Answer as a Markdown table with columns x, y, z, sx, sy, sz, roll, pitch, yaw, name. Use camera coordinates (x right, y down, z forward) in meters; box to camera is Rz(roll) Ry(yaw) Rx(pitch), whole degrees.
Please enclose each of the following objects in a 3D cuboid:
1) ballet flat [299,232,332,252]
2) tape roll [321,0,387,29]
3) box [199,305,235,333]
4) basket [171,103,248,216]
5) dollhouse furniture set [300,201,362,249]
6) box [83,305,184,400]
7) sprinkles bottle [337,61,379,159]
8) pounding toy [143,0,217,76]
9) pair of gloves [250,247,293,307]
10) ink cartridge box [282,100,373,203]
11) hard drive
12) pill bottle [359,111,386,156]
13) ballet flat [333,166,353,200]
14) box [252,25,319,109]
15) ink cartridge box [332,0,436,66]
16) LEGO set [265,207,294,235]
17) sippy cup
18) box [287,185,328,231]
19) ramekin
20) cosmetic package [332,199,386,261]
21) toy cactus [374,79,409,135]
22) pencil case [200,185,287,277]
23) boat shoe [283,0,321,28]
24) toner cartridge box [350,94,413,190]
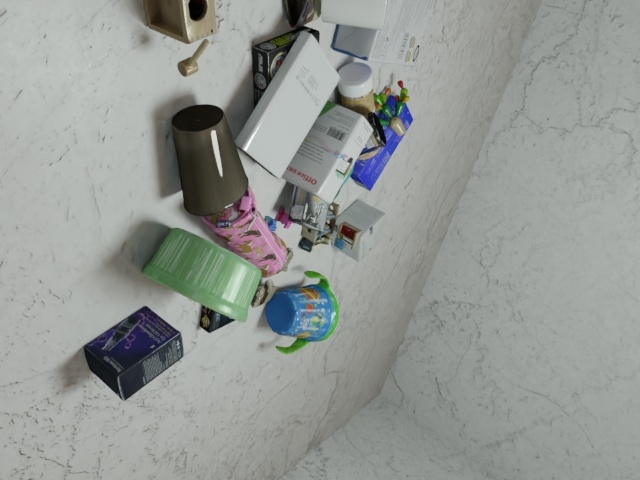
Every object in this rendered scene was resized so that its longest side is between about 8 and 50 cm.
| x | y | z | sx | sy | sz | roll | pitch | yaw | name |
| --- | --- | --- | --- | --- | --- | --- | --- | --- | --- |
| 0.000 | 0.000 | 2.177 | 0.203 | 0.074 | 0.074 | -27 | 138 | -49 | ballet flat |
| 0.102 | -0.689 | 1.455 | 0.246 | 0.169 | 0.246 | 9 | 90 | -87 | tape roll |
| -0.307 | 0.179 | 1.835 | 0.175 | 0.051 | 0.220 | -22 | 134 | -52 | box |
| -0.281 | -0.210 | 1.391 | 0.204 | 0.154 | 0.227 | -53 | 151 | -39 | basket |
| 0.047 | -0.051 | 2.078 | 0.129 | 0.183 | 0.129 | -25 | 137 | -49 | dollhouse furniture set |
| -0.500 | 0.301 | 1.503 | 0.207 | 0.153 | 0.108 | -37 | 145 | -40 | box |
| 0.135 | -0.438 | 1.921 | 0.121 | 0.121 | 0.355 | -50 | 152 | -21 | sprinkles bottle |
| -0.264 | -0.448 | 1.140 | 0.094 | 0.181 | 0.206 | -40 | 147 | -36 | pounding toy |
| -0.175 | 0.135 | 1.998 | 0.240 | 0.042 | 0.204 | -60 | 171 | 10 | pair of gloves |
| 0.003 | -0.286 | 1.748 | 0.278 | 0.201 | 0.117 | -60 | 153 | -1 | ink cartridge box |
| -0.085 | -0.367 | 1.555 | 0.353 | 0.047 | 0.233 | -60 | 154 | -2 | hard drive |
| 0.099 | -0.331 | 1.853 | 0.219 | 0.123 | 0.123 | -20 | 161 | 19 | pill bottle |
| 0.047 | -0.201 | 2.053 | 0.247 | 0.083 | 0.087 | -55 | 167 | -8 | ballet flat |
| -0.096 | -0.443 | 1.577 | 0.216 | 0.060 | 0.270 | -38 | 146 | -38 | box |
| 0.232 | -0.712 | 1.784 | 0.395 | 0.151 | 0.270 | -18 | 132 | -52 | ink cartridge box |
| -0.162 | 0.007 | 1.870 | 0.087 | 0.093 | 0.227 | 11 | 107 | -62 | LEGO set |
| -0.085 | 0.281 | 2.162 | 0.224 | 0.240 | 0.306 | 9 | 71 | -51 | sippy cup |
| -0.028 | -0.159 | 1.906 | 0.183 | 0.056 | 0.231 | 23 | 77 | -63 | box |
| -0.305 | 0.088 | 1.485 | 0.148 | 0.303 | 0.303 | -64 | 154 | -9 | ramekin |
| 0.159 | -0.042 | 2.320 | 0.183 | 0.151 | 0.151 | -42 | 147 | -32 | cosmetic package |
| 0.263 | -0.474 | 2.074 | 0.219 | 0.112 | 0.180 | -44 | 107 | -14 | toy cactus |
| -0.218 | -0.026 | 1.647 | 0.160 | 0.167 | 0.386 | -28 | 151 | -2 | pencil case |
| -0.054 | -0.664 | 1.389 | 0.092 | 0.102 | 0.285 | -52 | 159 | -27 | boat shoe |
| 0.235 | -0.383 | 2.203 | 0.348 | 0.075 | 0.165 | -59 | 155 | -3 | toner cartridge box |
